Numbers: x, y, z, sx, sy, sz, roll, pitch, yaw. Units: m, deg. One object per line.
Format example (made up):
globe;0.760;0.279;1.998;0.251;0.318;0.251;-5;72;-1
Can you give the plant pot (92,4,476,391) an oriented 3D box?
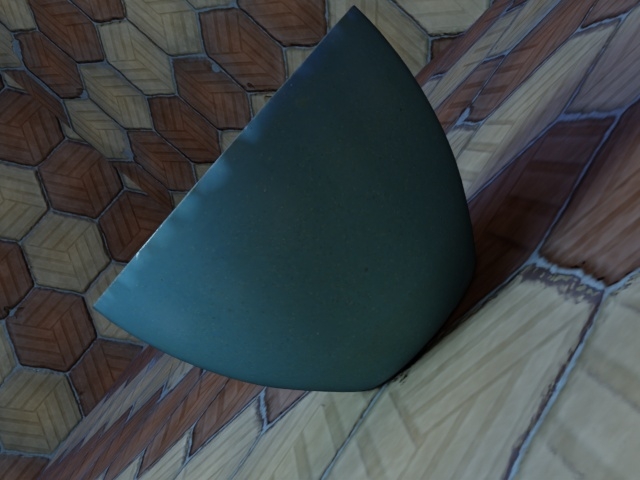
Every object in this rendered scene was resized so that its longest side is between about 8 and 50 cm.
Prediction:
plant pot;0.000;0.000;0.772;0.290;0.195;0.290;-48;6;7
